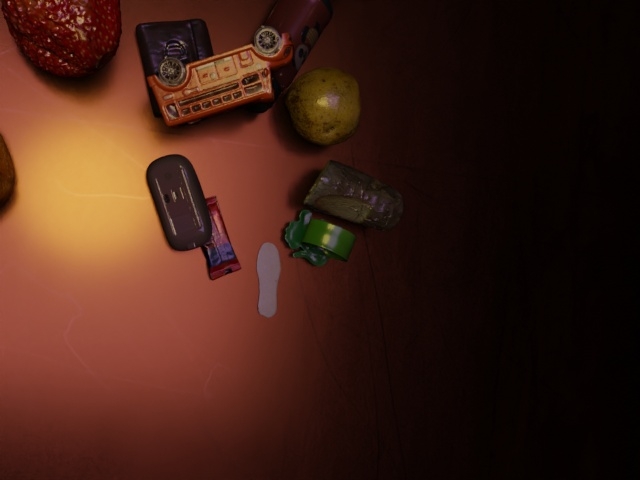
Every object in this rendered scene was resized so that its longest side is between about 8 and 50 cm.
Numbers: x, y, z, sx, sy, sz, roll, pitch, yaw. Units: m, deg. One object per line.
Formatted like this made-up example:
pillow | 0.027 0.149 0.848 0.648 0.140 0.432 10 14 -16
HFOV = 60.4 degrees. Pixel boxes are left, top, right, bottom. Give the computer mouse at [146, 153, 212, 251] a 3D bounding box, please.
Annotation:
computer mouse | -0.337 -0.090 1.319 0.120 0.057 0.232 -19 92 3

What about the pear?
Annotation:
pear | 0.004 -0.342 1.407 0.197 0.197 0.197 0 89 -22

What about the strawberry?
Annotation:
strawberry | -0.531 -0.487 1.155 0.238 0.250 0.288 -36 80 -22

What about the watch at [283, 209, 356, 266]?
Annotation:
watch | 0.000 0.000 1.420 0.165 0.152 0.131 28 82 -21

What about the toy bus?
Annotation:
toy bus | -0.208 -0.366 1.250 0.329 0.143 0.153 -18 100 0

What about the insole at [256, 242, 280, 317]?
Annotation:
insole | -0.136 0.104 1.439 0.065 0.004 0.197 1 89 -22

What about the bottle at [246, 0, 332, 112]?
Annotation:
bottle | -0.105 -0.480 1.396 0.144 0.144 0.336 32 80 -19

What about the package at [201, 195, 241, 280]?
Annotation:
package | -0.267 -0.006 1.377 0.083 0.022 0.200 -21 96 -21

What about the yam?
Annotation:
yam | 0.082 -0.120 1.457 0.254 0.154 0.154 17 83 -21

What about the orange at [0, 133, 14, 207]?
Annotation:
orange | -0.740 -0.152 1.084 0.183 0.249 0.249 -13 94 -6

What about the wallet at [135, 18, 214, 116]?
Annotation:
wallet | -0.340 -0.425 1.344 0.182 0.049 0.229 -14 93 -19
